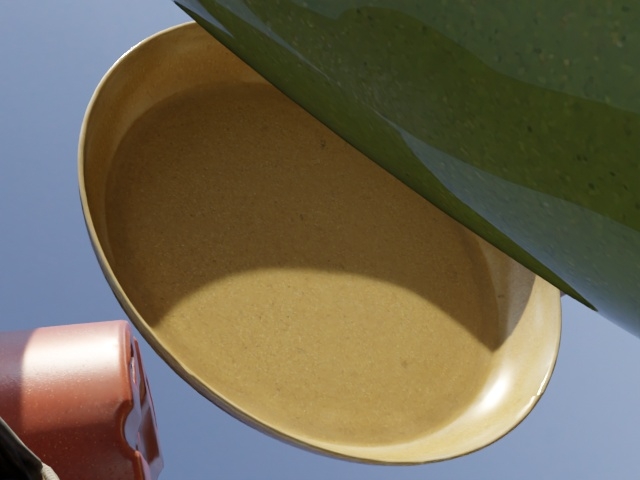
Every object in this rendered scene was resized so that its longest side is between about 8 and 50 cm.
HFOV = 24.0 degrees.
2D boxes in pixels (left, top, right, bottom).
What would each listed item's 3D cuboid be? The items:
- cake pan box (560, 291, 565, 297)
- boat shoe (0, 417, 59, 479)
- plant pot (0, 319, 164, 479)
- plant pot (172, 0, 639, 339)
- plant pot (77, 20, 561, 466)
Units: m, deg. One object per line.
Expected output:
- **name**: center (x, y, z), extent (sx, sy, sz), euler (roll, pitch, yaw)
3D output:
- **cake pan box**: center (0.099, -0.017, 1.383), extent (0.267, 0.245, 0.070), euler (51, -155, -14)
- **boat shoe**: center (-0.126, 0.091, 0.453), extent (0.132, 0.355, 0.130), euler (-22, -57, -27)
- **plant pot**: center (-0.243, 0.175, 1.032), extent (0.272, 0.265, 0.272), euler (169, 90, -87)
- **plant pot**: center (0.056, -0.127, 0.436), extent (0.275, 0.293, 0.275), euler (-48, -29, -39)
- **plant pot**: center (0.000, 0.000, 0.668), extent (0.236, 0.032, 0.236), euler (17, -132, -20)
